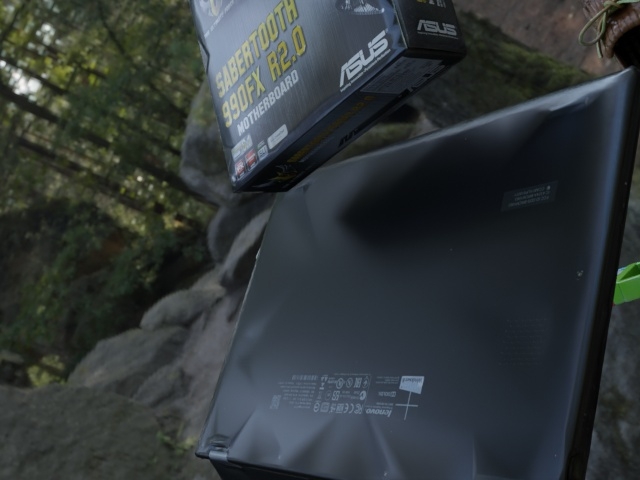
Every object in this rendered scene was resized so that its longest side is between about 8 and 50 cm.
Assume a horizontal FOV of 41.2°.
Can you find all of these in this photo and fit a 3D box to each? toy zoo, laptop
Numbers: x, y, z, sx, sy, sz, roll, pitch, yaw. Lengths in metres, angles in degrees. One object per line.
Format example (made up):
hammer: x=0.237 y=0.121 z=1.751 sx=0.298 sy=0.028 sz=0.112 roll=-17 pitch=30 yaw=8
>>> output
toy zoo: x=0.356 y=0.087 z=1.220 sx=0.293 sy=0.030 sz=0.192 roll=-23 pitch=-4 yaw=27
laptop: x=0.105 y=0.149 z=0.629 sx=0.382 sy=0.236 sz=0.408 roll=-11 pitch=58 yaw=54

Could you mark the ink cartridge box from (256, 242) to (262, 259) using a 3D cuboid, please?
ink cartridge box: x=0.000 y=0.000 z=1.328 sx=0.208 sy=0.153 sz=0.087 roll=118 pitch=146 yaw=-49

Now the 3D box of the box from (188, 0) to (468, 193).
box: x=-0.010 y=-0.160 z=0.620 sx=0.231 sy=0.056 sz=0.183 roll=-31 pitch=69 yaw=51

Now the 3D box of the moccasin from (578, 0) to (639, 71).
moccasin: x=0.489 y=-0.325 z=1.316 sx=0.139 sy=0.147 sz=0.380 roll=-30 pitch=79 yaw=37
